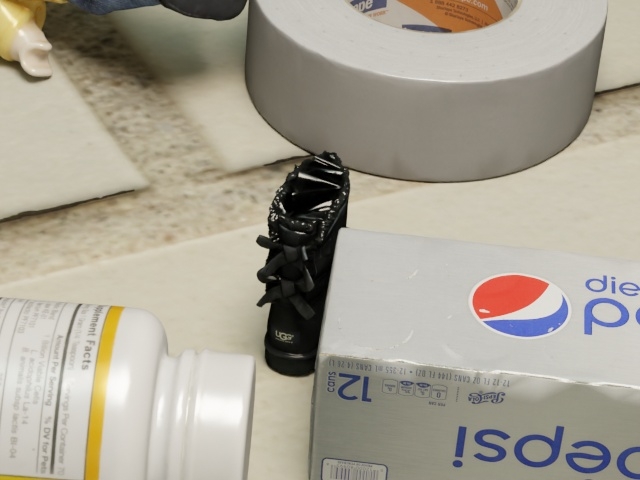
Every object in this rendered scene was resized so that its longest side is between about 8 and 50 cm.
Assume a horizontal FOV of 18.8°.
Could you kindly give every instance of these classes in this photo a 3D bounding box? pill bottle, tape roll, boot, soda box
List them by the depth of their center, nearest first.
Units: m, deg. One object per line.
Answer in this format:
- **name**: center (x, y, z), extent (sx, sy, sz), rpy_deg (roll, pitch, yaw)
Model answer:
- **pill bottle**: center (-0.139, 0.083, 0.852), extent (0.215, 0.117, 0.117), rpy_deg (5, 37, 0)
- **soda box**: center (0.141, 0.071, 0.917), extent (0.286, 0.091, 0.098), rpy_deg (6, 39, 3)
- **boot**: center (0.000, 0.000, 0.989), extent (0.045, 0.099, 0.121), rpy_deg (12, 37, 13)
- **tape roll**: center (0.064, -0.127, 1.186), extent (0.219, 0.072, 0.219), rpy_deg (3, 38, -2)

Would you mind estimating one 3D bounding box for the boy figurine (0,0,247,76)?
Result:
- **boy figurine**: center (-0.173, -0.189, 1.193), extent (0.285, 0.177, 0.092), rpy_deg (9, -1, 37)
